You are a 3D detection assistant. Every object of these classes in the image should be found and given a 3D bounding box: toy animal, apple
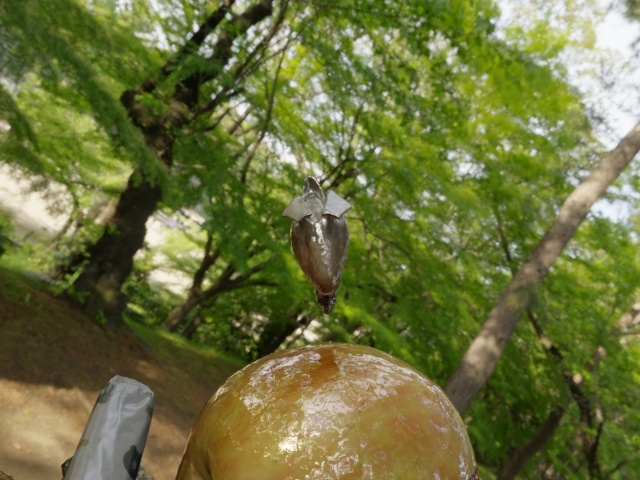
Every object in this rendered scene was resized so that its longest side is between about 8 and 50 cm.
[{"bbox_3d":[0.000,0.000,0.839,0.179,0.089,0.188,83,0,-45],"label":"toy animal"},{"bbox_3d":[-0.005,0.326,0.771,0.347,0.391,0.391,12,16,-38],"label":"apple"}]

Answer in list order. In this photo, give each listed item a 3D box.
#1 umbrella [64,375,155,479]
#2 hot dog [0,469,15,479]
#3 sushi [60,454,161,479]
[{"bbox_3d":[-0.218,0.273,0.547,0.067,0.073,0.337,13,36,-9],"label":"umbrella"},{"bbox_3d":[-0.476,0.342,0.813,0.192,0.053,0.099,69,7,-50],"label":"hot dog"},{"bbox_3d":[-0.298,0.399,0.899,0.212,0.115,0.147,53,-14,43],"label":"sushi"}]
